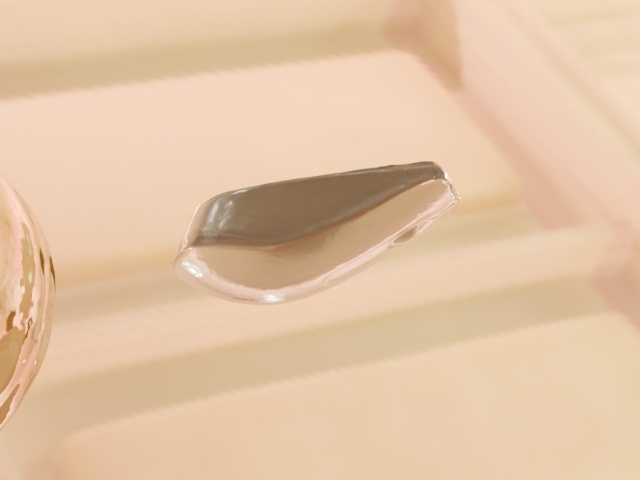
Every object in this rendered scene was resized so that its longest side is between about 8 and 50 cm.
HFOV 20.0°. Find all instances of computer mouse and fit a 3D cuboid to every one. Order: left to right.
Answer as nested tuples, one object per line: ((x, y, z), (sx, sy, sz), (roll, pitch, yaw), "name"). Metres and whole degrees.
((0.000, 0.000, 1.410), (0.231, 0.128, 0.079), (-12, -108, -1), "computer mouse")

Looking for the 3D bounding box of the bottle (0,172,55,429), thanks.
((-0.239, -0.023, 0.696), (0.172, 0.351, 0.171), (-5, -111, 12), "bottle")
